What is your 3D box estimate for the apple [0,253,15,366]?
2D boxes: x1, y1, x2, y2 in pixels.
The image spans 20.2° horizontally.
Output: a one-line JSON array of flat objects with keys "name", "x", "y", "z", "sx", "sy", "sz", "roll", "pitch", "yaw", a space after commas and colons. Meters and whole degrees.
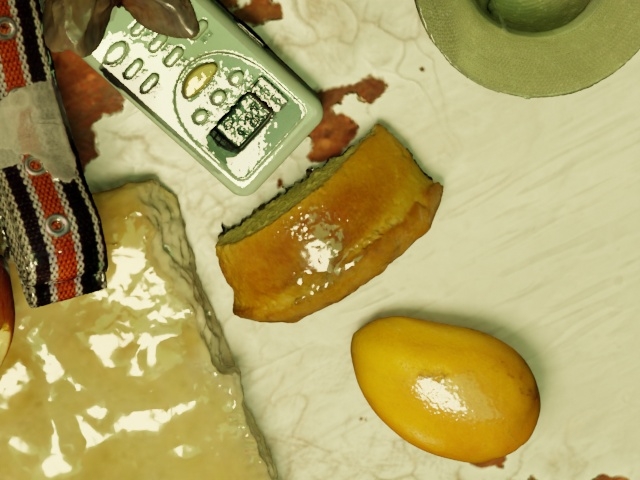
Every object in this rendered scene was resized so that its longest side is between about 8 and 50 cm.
[{"name": "apple", "x": -0.388, "y": 0.078, "z": 1.744, "sx": 0.199, "sy": 0.199, "sz": 0.199, "roll": -1, "pitch": 106, "yaw": -4}]

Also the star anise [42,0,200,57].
[{"name": "star anise", "x": -0.218, "y": -0.311, "z": 1.719, "sx": 0.315, "sy": 0.108, "sz": 0.315, "roll": 3, "pitch": 72, "yaw": -10}]

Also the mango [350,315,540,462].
[{"name": "mango", "x": 0.130, "y": 0.155, "z": 1.923, "sx": 0.219, "sy": 0.112, "sz": 0.145, "roll": 26, "pitch": 103, "yaw": 1}]

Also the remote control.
[{"name": "remote control", "x": -0.140, "y": -0.186, "z": 1.829, "sx": 0.296, "sy": 0.056, "sz": 0.140, "roll": 42, "pitch": 96, "yaw": -13}]

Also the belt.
[{"name": "belt", "x": -0.294, "y": -0.116, "z": 1.759, "sx": 0.094, "sy": 0.126, "sz": 0.360, "roll": -16, "pitch": 88, "yaw": -20}]

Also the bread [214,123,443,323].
[{"name": "bread", "x": 0.005, "y": -0.001, "z": 1.852, "sx": 0.260, "sy": 0.134, "sz": 0.129, "roll": -35, "pitch": 104, "yaw": 5}]

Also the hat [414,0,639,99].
[{"name": "hat", "x": 0.209, "y": -0.278, "z": 1.792, "sx": 0.257, "sy": 0.130, "sz": 0.257, "roll": -1, "pitch": 106, "yaw": -5}]

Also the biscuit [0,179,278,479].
[{"name": "biscuit", "x": -0.276, "y": 0.176, "z": 1.895, "sx": 0.446, "sy": 0.104, "sz": 0.429, "roll": -14, "pitch": 105, "yaw": -1}]
